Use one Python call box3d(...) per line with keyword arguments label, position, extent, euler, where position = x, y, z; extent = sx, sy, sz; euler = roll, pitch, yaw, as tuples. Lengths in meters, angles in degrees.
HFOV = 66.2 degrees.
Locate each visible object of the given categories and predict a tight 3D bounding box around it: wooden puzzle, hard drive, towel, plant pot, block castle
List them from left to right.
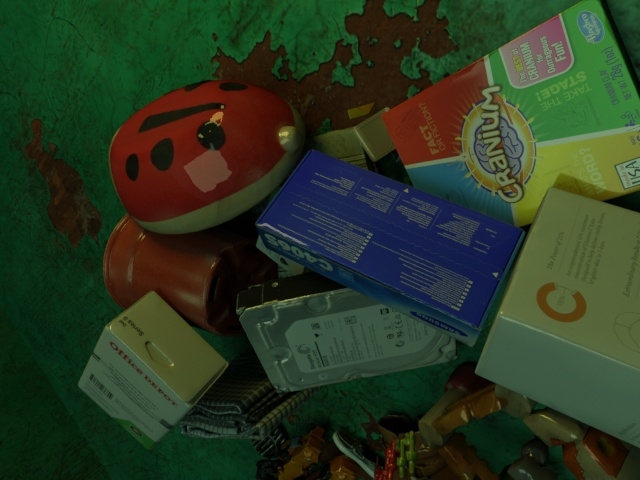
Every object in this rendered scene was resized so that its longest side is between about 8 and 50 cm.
box3d(label="plant pot", position=(-0.254, 0.064, 1.027), extent=(0.265, 0.272, 0.273), euler=(14, 119, 34))
box3d(label="towel", position=(-0.179, 0.354, 1.147), extent=(0.283, 0.235, 0.121), euler=(-16, 95, 39))
box3d(label="towel", position=(-0.002, -0.043, 0.959), extent=(0.324, 0.056, 0.312), euler=(-4, 105, 40))
box3d(label="hard drive", position=(0.054, 0.145, 0.835), extent=(0.338, 0.064, 0.237), euler=(-11, 128, 6))
box3d(label="wooden puzzle", position=(0.099, -0.176, 0.813), extent=(0.116, 0.078, 0.014), euler=(63, 175, 1))
box3d(label="block castle", position=(0.404, 0.360, 0.748), extent=(0.453, 0.212, 0.303), euler=(50, 143, 14))

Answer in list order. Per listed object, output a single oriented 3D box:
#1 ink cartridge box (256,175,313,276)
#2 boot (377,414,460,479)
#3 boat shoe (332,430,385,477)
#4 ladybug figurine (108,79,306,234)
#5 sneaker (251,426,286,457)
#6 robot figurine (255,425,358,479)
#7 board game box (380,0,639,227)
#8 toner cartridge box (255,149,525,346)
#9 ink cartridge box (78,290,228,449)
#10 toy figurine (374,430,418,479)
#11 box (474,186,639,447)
box3d(label="ink cartridge box", position=(0.000, 0.000, 0.880), extent=(0.208, 0.087, 0.153), euler=(35, 127, 20))
box3d(label="boot", position=(0.251, 0.461, 0.984), extent=(0.283, 0.109, 0.220), euler=(-7, 103, 45))
box3d(label="boat shoe", position=(0.093, 0.487, 1.138), extent=(0.142, 0.049, 0.040), euler=(38, 109, 14))
box3d(label="ladybug figurine", position=(-0.227, -0.166, 0.888), extent=(0.449, 0.305, 0.162), euler=(-6, 146, 33))
box3d(label="sneaker", position=(-0.169, 0.493, 1.317), extent=(0.081, 0.094, 0.208), euler=(-44, 100, -2))
box3d(label="robot figurine", position=(-0.037, 0.578, 1.229), extent=(0.211, 0.085, 0.291), euler=(36, 130, -6))
box3d(label="board game box", position=(0.272, -0.143, 0.693), extent=(0.316, 0.064, 0.242), euler=(-22, 97, 41))
box3d(label="toner cartridge box", position=(0.094, -0.001, 0.722), extent=(0.347, 0.165, 0.075), euler=(25, 157, 21))
box3d(label="ink cartridge box", position=(-0.336, 0.265, 0.971), extent=(0.211, 0.121, 0.289), euler=(43, 132, 0))
box3d(label="toy figurine", position=(0.210, 0.468, 0.844), extent=(0.217, 0.191, 0.363), euler=(14, 146, 3))
box3d(label="box", position=(0.395, 0.112, 0.579), extent=(0.345, 0.215, 0.168), euler=(22, 147, 21))
